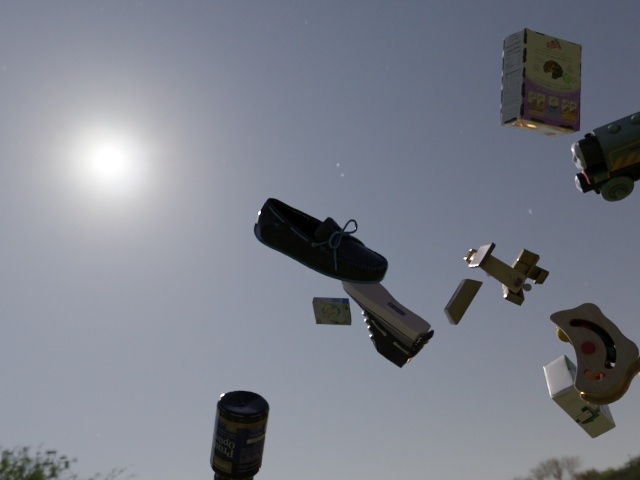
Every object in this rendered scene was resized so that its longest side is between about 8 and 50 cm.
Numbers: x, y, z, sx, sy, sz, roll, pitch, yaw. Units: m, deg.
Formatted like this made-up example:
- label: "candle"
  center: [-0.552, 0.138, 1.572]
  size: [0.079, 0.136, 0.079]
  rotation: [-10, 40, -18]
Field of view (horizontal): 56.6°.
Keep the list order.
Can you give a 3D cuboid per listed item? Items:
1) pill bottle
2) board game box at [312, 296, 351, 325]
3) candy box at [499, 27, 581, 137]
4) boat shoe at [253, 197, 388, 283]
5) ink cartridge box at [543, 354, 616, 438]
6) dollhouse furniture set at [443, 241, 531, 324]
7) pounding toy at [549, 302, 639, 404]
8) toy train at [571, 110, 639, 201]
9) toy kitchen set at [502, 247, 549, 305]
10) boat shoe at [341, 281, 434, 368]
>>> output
- label: "pill bottle"
  center: [-0.189, 0.470, 1.369]
  size: [0.123, 0.123, 0.219]
  rotation: [3, -75, -23]
- label: "board game box"
  center: [0.029, 0.175, 1.467]
  size: [0.090, 0.020, 0.090]
  rotation: [1, -44, 9]
- label: "candy box"
  center: [0.476, -0.336, 1.282]
  size: [0.165, 0.196, 0.070]
  rotation: [6, -5, -24]
- label: "boat shoe"
  center: [0.000, 0.000, 1.060]
  size: [0.258, 0.109, 0.089]
  rotation: [19, -62, 7]
- label: "ink cartridge box"
  center: [0.842, 0.508, 1.937]
  size: [0.219, 0.160, 0.092]
  rotation: [43, -63, -12]
- label: "dollhouse furniture set"
  center: [0.218, 0.075, 0.789]
  size: [0.081, 0.114, 0.091]
  rotation: [34, -8, -1]
- label: "pounding toy"
  center: [0.622, 0.281, 1.318]
  size: [0.154, 0.269, 0.155]
  rotation: [-37, -46, 7]
- label: "toy train"
  center: [0.749, -0.220, 1.368]
  size: [0.334, 0.142, 0.190]
  rotation: [-20, -50, 20]
- label: "toy kitchen set"
  center: [0.396, 0.075, 1.124]
  size: [0.068, 0.075, 0.083]
  rotation: [25, -64, 2]
- label: "boat shoe"
  center: [0.172, 0.244, 1.826]
  size: [0.127, 0.340, 0.158]
  rotation: [-15, -44, -49]
